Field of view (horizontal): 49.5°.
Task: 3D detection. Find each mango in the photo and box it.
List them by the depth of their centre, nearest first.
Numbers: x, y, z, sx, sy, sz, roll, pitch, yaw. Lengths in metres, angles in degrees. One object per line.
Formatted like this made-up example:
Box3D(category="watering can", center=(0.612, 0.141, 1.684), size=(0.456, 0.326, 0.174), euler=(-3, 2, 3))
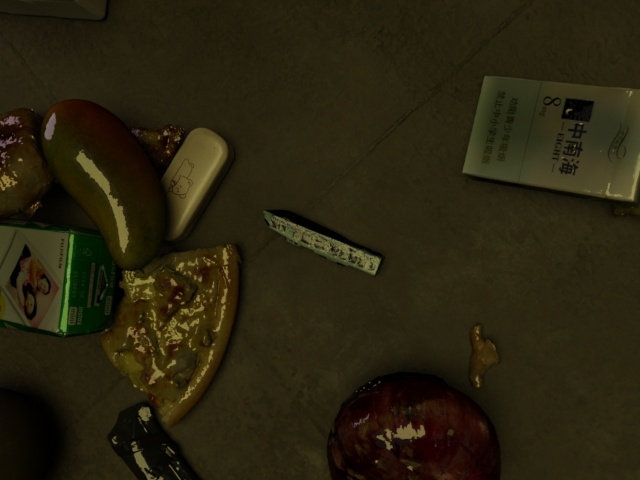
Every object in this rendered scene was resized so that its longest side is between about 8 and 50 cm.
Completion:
Box3D(category="mango", center=(-0.326, -0.096, 1.080), size=(0.129, 0.146, 0.289), euler=(-32, 91, 23))

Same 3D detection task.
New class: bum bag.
Box3D(category="bum bag", center=(-0.275, 0.364, 1.149), size=(0.087, 0.049, 0.198), euler=(-36, 80, -16))

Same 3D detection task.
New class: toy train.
Box3D(category="toy train", center=(0.000, 0.000, 1.102), size=(0.207, 0.043, 0.047), euler=(24, 97, 12))

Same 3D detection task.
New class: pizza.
Box3D(category="pizza", center=(-0.255, 0.132, 1.133), size=(0.223, 0.089, 0.324), euler=(20, 92, 9))

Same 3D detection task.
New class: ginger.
Box3D(category="ginger", center=(0.250, 0.175, 1.052), size=(0.048, 0.030, 0.097), euler=(-1, 85, 40))

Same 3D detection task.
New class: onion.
Box3D(category="onion", center=(0.130, 0.298, 0.992), size=(0.246, 0.190, 0.246), euler=(3, 117, 6))

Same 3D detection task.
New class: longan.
Box3D(category="longan", center=(-0.540, 0.337, 1.136), size=(0.212, 0.198, 0.198), euler=(38, 96, 26))

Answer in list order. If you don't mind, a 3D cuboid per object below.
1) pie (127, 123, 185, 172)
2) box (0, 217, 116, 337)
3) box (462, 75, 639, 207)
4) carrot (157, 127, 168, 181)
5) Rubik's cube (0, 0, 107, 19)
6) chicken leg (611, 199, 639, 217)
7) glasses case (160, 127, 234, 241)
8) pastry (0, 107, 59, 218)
Box3D(category="pie", center=(-0.304, -0.151, 1.156), size=(0.191, 0.033, 0.088), euler=(7, 102, 30))
Box3D(category="box", center=(-0.449, 0.059, 1.132), size=(0.250, 0.103, 0.180), euler=(4, 88, 31))
Box3D(category="box", center=(0.340, -0.144, 0.992), size=(0.242, 0.067, 0.155), euler=(15, 94, 29))
Box3D(category="carrot", center=(-0.266, -0.143, 1.170), size=(0.032, 0.032, 0.093), euler=(10, 96, 12))
Box3D(category="Rubik's cube", center=(-0.519, -0.544, 1.103), size=(0.290, 0.291, 0.292), euler=(8, 91, 12))
Box3D(category="chicken leg", center=(0.432, -0.096, 1.007), size=(0.093, 0.070, 0.178), euler=(-44, 73, 14))
Box3D(category="glasses case", center=(-0.218, -0.091, 1.147), size=(0.083, 0.050, 0.196), euler=(32, 95, 13))
Box3D(category="pastry", center=(-0.522, -0.126, 1.151), size=(0.229, 0.100, 0.218), euler=(-16, 48, 16))
